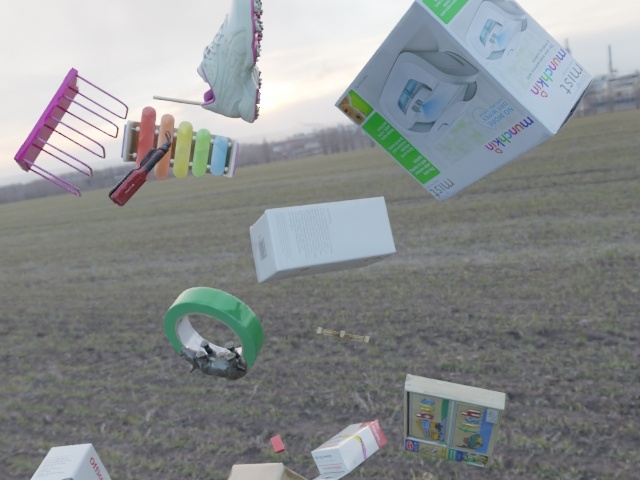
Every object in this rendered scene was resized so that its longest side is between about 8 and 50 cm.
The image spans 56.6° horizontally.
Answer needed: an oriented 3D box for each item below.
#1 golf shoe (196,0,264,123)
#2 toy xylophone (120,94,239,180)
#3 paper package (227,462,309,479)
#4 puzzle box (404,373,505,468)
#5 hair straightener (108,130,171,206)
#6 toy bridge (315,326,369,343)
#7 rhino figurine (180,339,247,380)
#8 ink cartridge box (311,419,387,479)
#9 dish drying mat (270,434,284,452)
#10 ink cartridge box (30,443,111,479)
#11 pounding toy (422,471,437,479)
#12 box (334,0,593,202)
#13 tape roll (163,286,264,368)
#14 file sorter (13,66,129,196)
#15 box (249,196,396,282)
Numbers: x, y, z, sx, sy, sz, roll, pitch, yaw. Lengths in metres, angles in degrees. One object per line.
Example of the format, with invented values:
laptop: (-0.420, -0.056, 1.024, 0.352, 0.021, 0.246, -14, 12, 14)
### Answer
golf shoe: (-0.184, -0.378, 1.201, 0.140, 0.306, 0.115, 5, 40, -3)
toy xylophone: (-0.391, -0.285, 1.669, 0.322, 0.236, 0.081, -1, 11, -13)
paper package: (-0.185, 0.839, 1.736, 0.309, 0.168, 0.325, -24, 35, 46)
puzzle box: (0.381, 0.541, 1.752, 0.272, 0.409, 0.052, 8, 49, 16)
hair straightener: (-0.462, -0.190, 1.528, 0.230, 0.047, 0.089, -55, 32, -8)
toy bridge: (0.076, 0.330, 2.070, 0.188, 0.026, 0.063, 10, -12, 5)
rhino figurine: (-0.303, 0.334, 1.646, 0.243, 0.106, 0.073, -1, 38, 33)
ink cartridge box: (0.061, 0.537, 1.518, 0.198, 0.067, 0.115, -20, -7, -45)
dish drying mat: (-0.140, 0.663, 1.934, 0.032, 0.008, 0.083, -21, 18, -12)
ink cartridge box: (-0.643, 0.699, 1.473, 0.128, 0.223, 0.307, -10, 25, 11)
pounding toy: (0.260, 0.778, 1.632, 0.154, 0.154, 0.270, 16, 66, 53)
box: (0.181, -0.205, 0.817, 0.127, 0.231, 0.262, -50, 6, -24)
tape roll: (-0.342, 0.294, 1.906, 0.321, 0.321, 0.077, -5, 35, 25)
file sorter: (-0.689, -0.291, 1.676, 0.182, 0.291, 0.202, 30, -12, -17)
box: (0.000, 0.000, 1.667, 0.345, 0.168, 0.215, -7, -10, -21)
